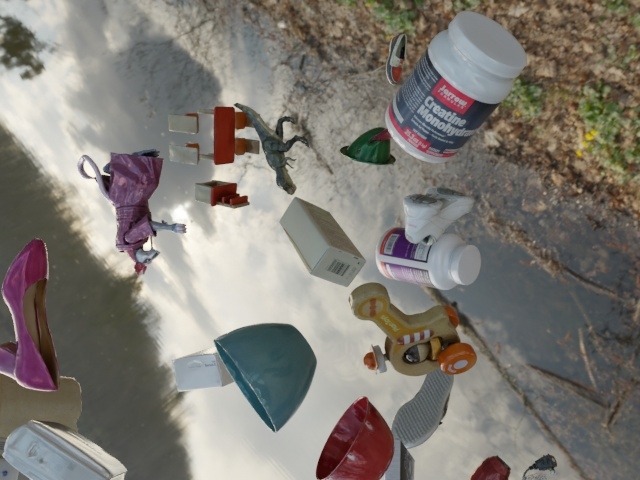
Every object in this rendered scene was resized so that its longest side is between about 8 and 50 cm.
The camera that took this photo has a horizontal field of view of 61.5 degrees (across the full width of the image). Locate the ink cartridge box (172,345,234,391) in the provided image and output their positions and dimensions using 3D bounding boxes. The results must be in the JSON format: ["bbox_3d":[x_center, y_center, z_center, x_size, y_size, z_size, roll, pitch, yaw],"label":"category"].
[{"bbox_3d":[-0.343,0.427,1.865,0.198,0.273,0.114,-14,85,27],"label":"ink cartridge box"}]

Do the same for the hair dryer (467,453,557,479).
[{"bbox_3d":[0.469,0.661,1.379,0.293,0.223,0.080,-24,123,32],"label":"hair dryer"}]

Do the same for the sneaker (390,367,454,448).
[{"bbox_3d":[0.326,0.547,1.694,0.126,0.321,0.127,26,136,27],"label":"sneaker"}]

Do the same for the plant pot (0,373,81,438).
[{"bbox_3d":[-0.943,0.549,1.698,0.334,0.305,0.333,-17,68,50],"label":"plant pot"}]

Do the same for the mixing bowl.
[{"bbox_3d":[0.081,0.408,1.049,0.098,0.181,0.181,34,149,-2],"label":"mixing bowl"}]

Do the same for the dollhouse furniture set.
[{"bbox_3d":[-0.257,-0.225,1.434,0.135,0.262,0.259,12,109,29],"label":"dollhouse furniture set"}]

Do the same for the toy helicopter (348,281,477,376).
[{"bbox_3d":[0.162,0.202,1.166,0.355,0.235,0.140,43,-159,-38],"label":"toy helicopter"}]

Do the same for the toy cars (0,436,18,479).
[{"bbox_3d":[-0.815,0.609,1.215,0.087,0.393,0.176,-23,103,31],"label":"toy cars"}]

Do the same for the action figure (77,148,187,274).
[{"bbox_3d":[-0.549,-0.082,1.560,0.248,0.276,0.370,-25,66,57],"label":"action figure"}]

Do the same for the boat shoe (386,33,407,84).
[{"bbox_3d":[0.215,-0.504,1.496,0.043,0.049,0.137,7,91,56],"label":"boat shoe"}]

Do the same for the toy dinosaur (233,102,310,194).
[{"bbox_3d":[-0.103,-0.250,1.341,0.268,0.118,0.064,62,176,0],"label":"toy dinosaur"}]

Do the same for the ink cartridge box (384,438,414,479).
[{"bbox_3d":[0.198,0.628,1.343,0.045,0.208,0.206,-4,144,19],"label":"ink cartridge box"}]

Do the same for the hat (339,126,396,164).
[{"bbox_3d":[0.177,-0.347,1.682,0.208,0.173,0.183,8,117,-3],"label":"hat"}]

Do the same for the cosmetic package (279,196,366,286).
[{"bbox_3d":[0.000,0.000,1.712,0.160,0.113,0.309,23,-160,-34],"label":"cosmetic package"}]

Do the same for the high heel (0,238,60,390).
[{"bbox_3d":[-0.456,0.124,0.878,0.117,0.244,0.082,17,-178,6],"label":"high heel"}]

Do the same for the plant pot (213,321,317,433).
[{"bbox_3d":[-0.125,0.332,1.437,0.290,0.195,0.290,47,158,26],"label":"plant pot"}]

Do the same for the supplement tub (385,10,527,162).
[{"bbox_3d":[0.277,-0.315,1.136,0.191,0.191,0.272,46,138,10],"label":"supplement tub"}]

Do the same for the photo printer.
[{"bbox_3d":[-0.612,0.550,1.328,0.256,0.107,0.307,33,157,2],"label":"photo printer"}]

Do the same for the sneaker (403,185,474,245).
[{"bbox_3d":[0.249,-0.050,1.169,0.090,0.232,0.115,28,120,40],"label":"sneaker"}]

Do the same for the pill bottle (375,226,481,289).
[{"bbox_3d":[0.348,0.058,1.749,0.323,0.181,0.181,10,130,48],"label":"pill bottle"}]
